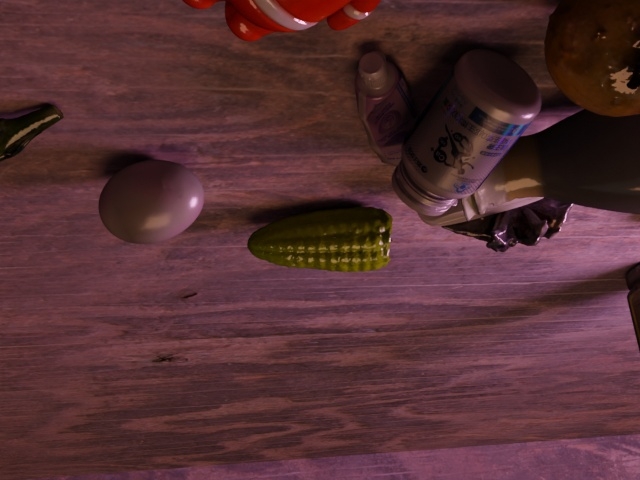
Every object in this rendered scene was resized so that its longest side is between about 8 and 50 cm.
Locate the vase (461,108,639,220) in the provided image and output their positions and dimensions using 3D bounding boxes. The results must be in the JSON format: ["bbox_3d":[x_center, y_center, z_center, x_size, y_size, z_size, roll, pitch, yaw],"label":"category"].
[{"bbox_3d":[0.333,-0.100,1.382,0.321,0.173,0.173,-7,158,11],"label":"vase"}]

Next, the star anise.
[{"bbox_3d":[0.266,-0.028,1.570,0.181,0.061,0.204,0,-163,14],"label":"star anise"}]

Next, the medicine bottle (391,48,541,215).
[{"bbox_3d":[0.161,-0.119,1.285,0.107,0.107,0.191,6,138,-30],"label":"medicine bottle"}]

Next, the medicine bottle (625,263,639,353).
[{"bbox_3d":[0.642,0.197,1.966,0.151,0.322,0.151,-6,158,-3],"label":"medicine bottle"}]

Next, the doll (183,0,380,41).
[{"bbox_3d":[0.032,-0.263,0.978,0.336,0.105,0.200,-14,156,33],"label":"doll"}]

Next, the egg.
[{"bbox_3d":[-0.211,-0.049,1.393,0.135,0.103,0.103,-15,157,12],"label":"egg"}]

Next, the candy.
[{"bbox_3d":[0.000,0.000,1.596,0.209,0.096,0.097,-3,157,-2],"label":"candy"}]

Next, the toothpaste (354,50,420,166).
[{"bbox_3d":[0.087,-0.143,1.339,0.075,0.048,0.301,-21,158,5],"label":"toothpaste"}]

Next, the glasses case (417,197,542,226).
[{"bbox_3d":[0.221,-0.072,1.512,0.193,0.074,0.049,-15,153,17],"label":"glasses case"}]

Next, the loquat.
[{"bbox_3d":[0.314,-0.208,1.137,0.172,0.149,0.204,-39,-178,16],"label":"loquat"}]

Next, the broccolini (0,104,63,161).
[{"bbox_3d":[-0.385,-0.101,1.265,0.203,0.068,0.091,-19,136,23],"label":"broccolini"}]
